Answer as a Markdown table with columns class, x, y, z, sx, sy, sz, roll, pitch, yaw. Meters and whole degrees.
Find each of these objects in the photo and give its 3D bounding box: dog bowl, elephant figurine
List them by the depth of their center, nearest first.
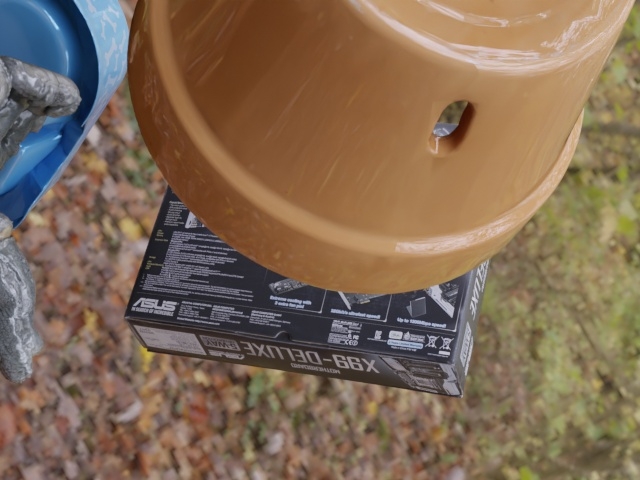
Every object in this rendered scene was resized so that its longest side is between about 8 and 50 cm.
| class | x | y | z | sx | sy | sz | roll | pitch | yaw |
| --- | --- | --- | --- | --- | --- | --- | --- | --- | --- |
| elephant figurine | -0.297 | -0.036 | 0.992 | 0.169 | 0.239 | 0.186 | 16 | 5 | -46 |
| dog bowl | -0.273 | -0.132 | 1.135 | 0.166 | 0.297 | 0.074 | 43 | 38 | 3 |

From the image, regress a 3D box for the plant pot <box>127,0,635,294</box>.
| class | x | y | z | sx | sy | sz | roll | pitch | yaw |
| --- | --- | --- | --- | --- | --- | --- | --- | --- | --- |
| plant pot | 0.049 | -0.138 | 0.742 | 0.290 | 0.291 | 0.203 | 62 | -26 | 12 |

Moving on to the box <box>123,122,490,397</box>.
| class | x | y | z | sx | sy | sz | roll | pitch | yaw |
| --- | --- | --- | --- | --- | --- | --- | --- | --- | --- |
| box | 0.000 | 0.000 | 1.179 | 0.076 | 0.308 | 0.242 | 69 | 31 | -58 |
